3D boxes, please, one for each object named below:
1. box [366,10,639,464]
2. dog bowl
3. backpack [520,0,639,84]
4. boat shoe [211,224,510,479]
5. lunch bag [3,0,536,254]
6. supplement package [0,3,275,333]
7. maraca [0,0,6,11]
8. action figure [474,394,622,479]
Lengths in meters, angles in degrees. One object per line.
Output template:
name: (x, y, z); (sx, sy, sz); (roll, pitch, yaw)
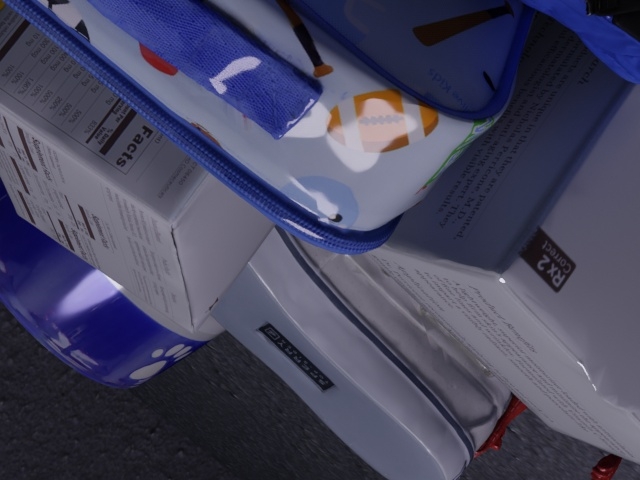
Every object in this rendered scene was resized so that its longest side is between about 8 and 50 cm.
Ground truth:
box: (0.145, -0.013, 0.913); (0.181, 0.182, 0.119); (43, 166, -33)
dog bowl: (-0.173, -0.022, 1.465); (0.265, 0.104, 0.265); (50, -165, -19)
backpack: (0.134, -0.117, 0.772); (0.120, 0.098, 0.101); (28, 180, -35)
boat shoe: (0.005, -0.001, 1.338); (0.367, 0.156, 0.136); (45, 153, -7)
lunch bag: (-0.052, -0.143, 0.794); (0.303, 0.243, 0.115); (37, 124, -8)
supplement package: (-0.077, -0.091, 1.114); (0.145, 0.204, 0.262); (34, 167, 7)
maraca: (-0.165, -0.198, 1.198); (0.127, 0.099, 0.185); (26, 139, 23)
action figure: (0.193, 0.116, 1.366); (0.091, 0.139, 0.280); (34, 169, 5)
